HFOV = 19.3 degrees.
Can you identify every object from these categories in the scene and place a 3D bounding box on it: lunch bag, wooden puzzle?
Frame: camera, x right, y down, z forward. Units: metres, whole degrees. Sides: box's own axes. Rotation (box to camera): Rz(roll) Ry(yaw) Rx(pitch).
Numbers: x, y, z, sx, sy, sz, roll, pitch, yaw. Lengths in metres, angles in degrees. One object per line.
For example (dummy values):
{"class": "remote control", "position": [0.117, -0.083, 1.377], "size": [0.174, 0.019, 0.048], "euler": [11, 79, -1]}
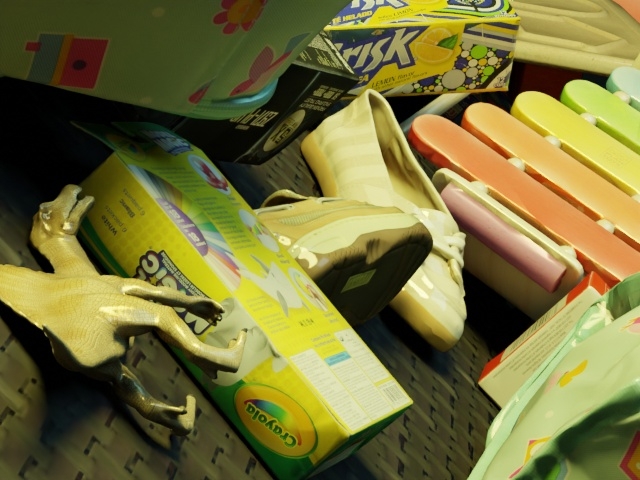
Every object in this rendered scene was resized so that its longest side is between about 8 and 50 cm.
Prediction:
{"class": "lunch bag", "position": [0.199, 0.141, 0.964], "size": [0.223, 0.160, 0.262], "euler": [46, 20, -1]}
{"class": "lunch bag", "position": [-0.121, -0.172, 0.796], "size": [0.279, 0.108, 0.224], "euler": [11, 45, -33]}
{"class": "wooden puzzle", "position": [0.132, -0.175, 1.600], "size": [0.348, 0.080, 0.322], "euler": [14, 17, -8]}

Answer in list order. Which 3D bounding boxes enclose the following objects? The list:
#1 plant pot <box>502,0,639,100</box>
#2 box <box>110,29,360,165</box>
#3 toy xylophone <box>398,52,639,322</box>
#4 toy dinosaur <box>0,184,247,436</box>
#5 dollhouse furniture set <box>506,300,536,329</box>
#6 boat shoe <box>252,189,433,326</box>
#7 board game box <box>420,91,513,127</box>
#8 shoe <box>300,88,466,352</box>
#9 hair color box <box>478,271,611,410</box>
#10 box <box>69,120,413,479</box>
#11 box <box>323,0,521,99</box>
{"class": "plant pot", "position": [0.291, -0.165, 1.890], "size": [0.243, 0.275, 0.275], "euler": [37, 13, 6]}
{"class": "box", "position": [-0.081, -0.133, 0.975], "size": [0.180, 0.077, 0.147], "euler": [54, 16, 12]}
{"class": "toy xylophone", "position": [0.164, -0.051, 1.295], "size": [0.236, 0.081, 0.322], "euler": [32, 37, 12]}
{"class": "toy dinosaur", "position": [-0.080, 0.035, 0.692], "size": [0.092, 0.053, 0.183], "euler": [26, 12, -16]}
{"class": "dollhouse furniture set", "position": [0.211, 0.016, 1.386], "size": [0.129, 0.129, 0.183], "euler": [52, 15, 21]}
{"class": "boat shoe", "position": [0.000, 0.000, 0.964], "size": [0.072, 0.068, 0.190], "euler": [37, 11, 16]}
{"class": "board game box", "position": [0.176, -0.079, 1.710], "size": [0.210, 0.047, 0.160], "euler": [43, 15, -15]}
{"class": "shoe", "position": [0.044, -0.018, 1.138], "size": [0.076, 0.058, 0.219], "euler": [36, 18, -37]}
{"class": "hair color box", "position": [0.185, 0.112, 1.128], "size": [0.167, 0.093, 0.053], "euler": [48, 15, 1]}
{"class": "box", "position": [-0.042, 0.021, 0.821], "size": [0.179, 0.043, 0.105], "euler": [52, 15, 9]}
{"class": "box", "position": [0.043, -0.133, 1.259], "size": [0.169, 0.059, 0.054], "euler": [-5, 37, -16]}
